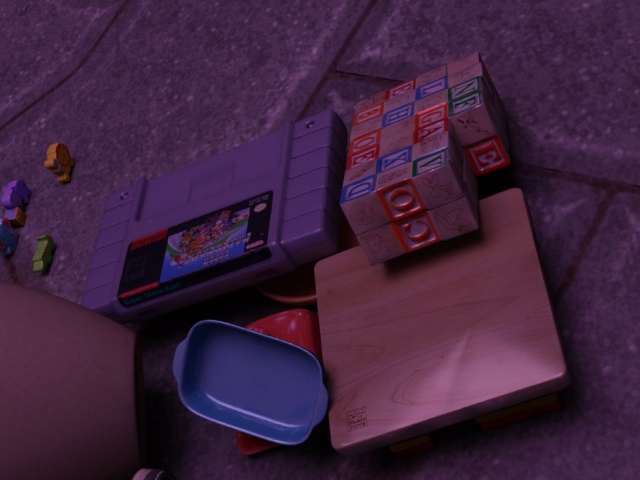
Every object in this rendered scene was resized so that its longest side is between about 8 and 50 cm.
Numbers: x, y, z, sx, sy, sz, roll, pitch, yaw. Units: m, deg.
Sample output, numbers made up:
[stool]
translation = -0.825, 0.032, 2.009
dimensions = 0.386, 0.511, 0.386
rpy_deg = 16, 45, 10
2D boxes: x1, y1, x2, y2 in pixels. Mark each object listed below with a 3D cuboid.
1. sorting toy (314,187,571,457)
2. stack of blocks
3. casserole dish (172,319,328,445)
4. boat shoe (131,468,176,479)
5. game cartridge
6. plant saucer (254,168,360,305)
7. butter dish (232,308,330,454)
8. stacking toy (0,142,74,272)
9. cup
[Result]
[sorting toy]
translation = 0.136, 0.102, 1.404
dimensions = 0.257, 0.089, 0.255
rpy_deg = -21, 48, 17
[stack of blocks]
translation = 0.126, -0.103, 1.493
dimensions = 0.171, 0.087, 0.297
rpy_deg = -21, 24, 16
[casserole dish]
translation = -0.072, 0.152, 1.400
dimensions = 0.188, 0.037, 0.114
rpy_deg = 15, 101, 20
[boat shoe]
translation = -0.161, 0.378, 1.368
dimensions = 0.092, 0.103, 0.285
rpy_deg = -13, 54, 16
[game cartridge]
translation = -0.136, -0.024, 1.610
dimensions = 0.355, 0.068, 0.230
rpy_deg = -19, 37, 23
[plant saucer]
translation = 0.000, 0.000, 1.603
dimensions = 0.200, 0.037, 0.200
rpy_deg = -17, 48, 20
[butter dish]
translation = -0.051, 0.141, 1.467
dimensions = 0.160, 0.118, 0.160
rpy_deg = -21, 48, 15
[stacking toy]
translation = -0.464, -0.036, 1.904
dimensions = 0.167, 0.052, 0.221
rpy_deg = -13, 51, 23
[cup]
translation = -0.327, 0.197, 1.490
dimensions = 0.237, 0.331, 0.331
rpy_deg = -3, 50, -3
